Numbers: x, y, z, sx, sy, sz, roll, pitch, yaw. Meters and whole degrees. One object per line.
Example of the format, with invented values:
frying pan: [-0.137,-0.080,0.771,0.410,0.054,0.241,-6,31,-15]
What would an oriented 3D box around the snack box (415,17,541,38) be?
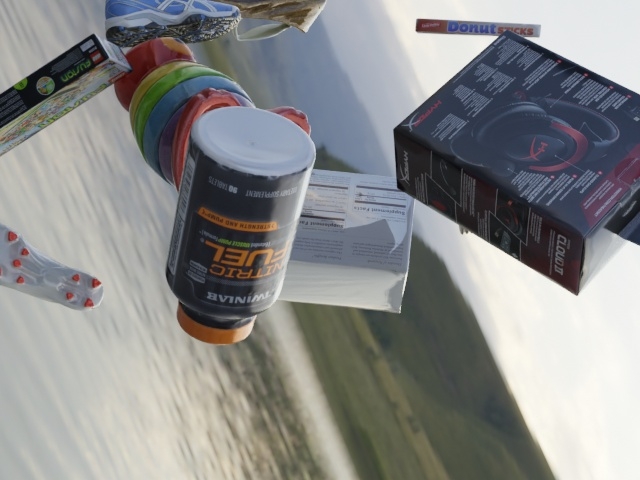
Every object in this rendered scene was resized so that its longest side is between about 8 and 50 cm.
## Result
snack box: [0.228,-0.307,1.744,0.064,0.178,0.022,-42,136,-79]

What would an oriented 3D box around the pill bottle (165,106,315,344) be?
pill bottle: [-0.092,-0.007,1.267,0.130,0.130,0.245,-114,-149,-49]

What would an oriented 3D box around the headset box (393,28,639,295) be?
headset box: [0.263,-0.089,1.369,0.293,0.218,0.110,33,-29,28]

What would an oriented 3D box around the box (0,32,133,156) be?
box: [-0.327,-0.167,1.414,0.036,0.207,0.114,58,6,2]

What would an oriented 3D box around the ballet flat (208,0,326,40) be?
ballet flat: [-0.152,-0.416,2.142,0.116,0.342,0.124,54,-44,43]

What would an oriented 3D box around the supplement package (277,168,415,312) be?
supplement package: [0.000,0.000,1.764,0.204,0.262,0.145,88,9,-70]

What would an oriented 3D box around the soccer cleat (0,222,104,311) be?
soccer cleat: [-0.357,0.036,1.464,0.196,0.068,0.076,29,-17,-26]

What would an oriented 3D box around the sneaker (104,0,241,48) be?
sneaker: [-0.218,-0.340,1.782,0.080,0.211,0.081,-44,-123,59]

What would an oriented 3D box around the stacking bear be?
stacking bear: [-0.172,-0.165,1.531,0.175,0.164,0.289,10,25,-39]

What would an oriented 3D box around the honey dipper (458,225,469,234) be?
honey dipper: [0.309,-0.034,1.987,0.030,0.161,0.030,172,-90,-85]
